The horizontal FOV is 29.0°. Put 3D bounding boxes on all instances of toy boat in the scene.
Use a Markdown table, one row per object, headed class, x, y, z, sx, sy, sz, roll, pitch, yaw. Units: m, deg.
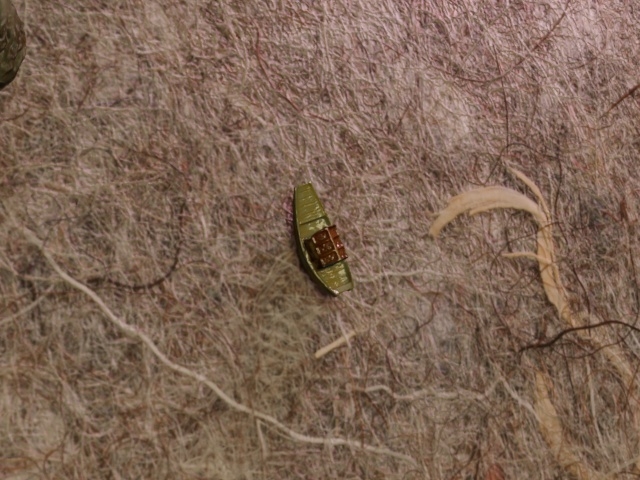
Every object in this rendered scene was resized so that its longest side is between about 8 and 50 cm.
| class | x | y | z | sx | sy | sz | roll | pitch | yaw |
| --- | --- | --- | --- | --- | --- | --- | --- | --- | --- |
| toy boat | 0.000 | 0.000 | 1.813 | 0.065 | 0.066 | 0.172 | -19 | 84 | -29 |

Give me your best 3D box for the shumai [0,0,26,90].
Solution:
| class | x | y | z | sx | sy | sz | roll | pitch | yaw |
| --- | --- | --- | --- | --- | --- | --- | --- | --- | --- |
| shumai | -0.498 | -0.246 | 1.522 | 0.222 | 0.260 | 0.225 | -50 | 134 | -25 |
